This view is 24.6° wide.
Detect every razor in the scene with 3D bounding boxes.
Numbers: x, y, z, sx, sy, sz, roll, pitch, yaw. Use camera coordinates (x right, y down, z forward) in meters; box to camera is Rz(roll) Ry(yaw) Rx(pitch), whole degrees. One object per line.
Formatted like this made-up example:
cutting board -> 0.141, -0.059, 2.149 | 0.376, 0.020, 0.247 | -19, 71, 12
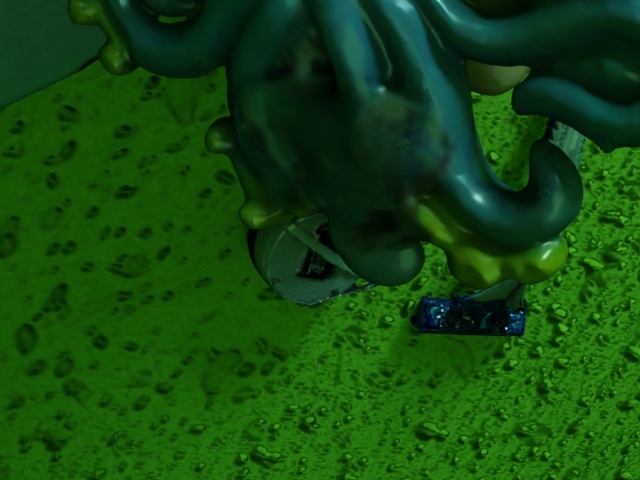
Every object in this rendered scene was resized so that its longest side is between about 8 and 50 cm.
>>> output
razor -> 0.162, -0.050, 1.039 | 0.093, 0.056, 0.324 | 5, 124, -22

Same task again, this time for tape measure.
tape measure -> -0.002, 0.001, 1.015 | 0.094, 0.054, 0.091 | -3, 122, -22

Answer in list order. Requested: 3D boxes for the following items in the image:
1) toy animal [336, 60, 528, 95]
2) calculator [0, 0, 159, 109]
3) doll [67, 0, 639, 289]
toy animal -> 0.066, -0.170, 0.839 | 0.171, 0.171, 0.198 | 30, 108, -37
calculator -> -0.226, -0.134, 0.822 | 0.293, 0.051, 0.173 | -26, 133, 1
doll -> 0.028, -0.142, 0.724 | 0.346, 0.099, 0.341 | 8, 112, 27
